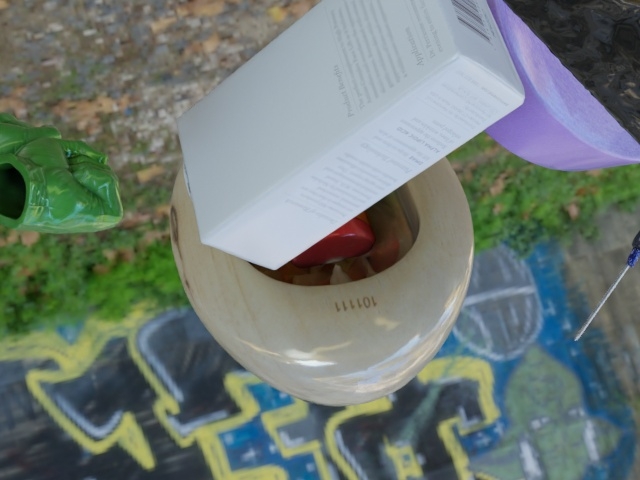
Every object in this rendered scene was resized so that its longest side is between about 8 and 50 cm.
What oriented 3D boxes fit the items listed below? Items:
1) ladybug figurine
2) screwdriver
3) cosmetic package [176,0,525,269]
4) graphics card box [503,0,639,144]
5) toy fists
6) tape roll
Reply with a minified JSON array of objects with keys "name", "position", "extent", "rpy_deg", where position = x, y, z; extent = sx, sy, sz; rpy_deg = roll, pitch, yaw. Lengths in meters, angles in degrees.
[{"name":"ladybug figurine","position":[0.000,0.000,1.144],"extent":[0.305,0.449,0.162],"rpy_deg":[-10,134,-3]},{"name":"screwdriver","position":[0.326,0.040,1.164],"extent":[0.170,0.025,0.024],"rpy_deg":[-60,161,0]},{"name":"cosmetic package","position":[0.013,-0.089,0.745],"extent":[0.231,0.117,0.085],"rpy_deg":[-34,144,30]},{"name":"graphics card box","position":[0.131,-0.232,0.380],"extent":[0.233,0.371,0.094],"rpy_deg":[39,147,-28]},{"name":"toy fists","position":[-0.330,-0.082,1.241],"extent":[0.142,0.096,0.279],"rpy_deg":[6,-166,-46]},{"name":"tape roll","position":[0.223,-0.196,0.869],"extent":[0.275,0.274,0.090],"rpy_deg":[-11,-176,-27]}]
